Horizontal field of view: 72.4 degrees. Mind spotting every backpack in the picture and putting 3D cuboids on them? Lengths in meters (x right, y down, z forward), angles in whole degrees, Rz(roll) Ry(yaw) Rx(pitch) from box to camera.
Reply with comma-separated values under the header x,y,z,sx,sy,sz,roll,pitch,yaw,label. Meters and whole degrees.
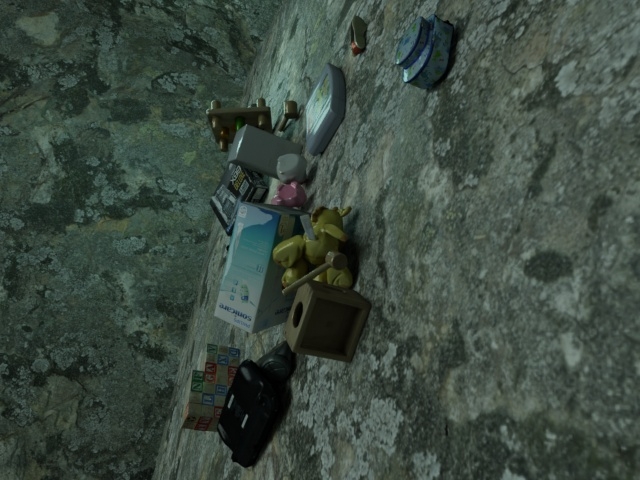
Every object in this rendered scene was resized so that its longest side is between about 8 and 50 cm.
x,y,z,sx,sy,sz,roll,pitch,yaw,label
0.195,-0.357,0.839,0.105,0.084,0.115,154,126,-66,backpack

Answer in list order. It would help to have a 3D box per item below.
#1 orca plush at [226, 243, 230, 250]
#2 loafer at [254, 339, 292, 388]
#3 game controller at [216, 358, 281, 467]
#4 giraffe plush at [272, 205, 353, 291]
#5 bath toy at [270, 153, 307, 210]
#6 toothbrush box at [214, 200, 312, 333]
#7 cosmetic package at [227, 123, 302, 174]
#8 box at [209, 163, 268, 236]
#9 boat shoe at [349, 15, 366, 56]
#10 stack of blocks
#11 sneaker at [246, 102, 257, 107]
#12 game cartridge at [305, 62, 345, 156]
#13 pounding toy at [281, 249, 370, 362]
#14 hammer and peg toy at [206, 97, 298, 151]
x,y,z,sx,sy,sz,roll,pitch,yaw,label
-0.387,0.057,1.991,0.151,0.102,0.288,8,82,69,orca plush
-0.150,0.366,1.213,0.267,0.096,0.084,-46,14,39,loafer
-0.199,0.470,1.180,0.166,0.067,0.319,48,128,37,game controller
0.000,0.000,0.993,0.170,0.181,0.211,-64,-21,-57,giraffe plush
-0.099,-0.103,1.363,0.151,0.129,0.349,-6,63,20,bath toy
-0.129,0.062,1.114,0.126,0.216,0.296,19,98,25,toothbrush box
-0.218,-0.331,1.670,0.224,0.224,0.138,20,94,69,cosmetic package
-0.390,-0.209,2.051,0.307,0.076,0.243,-54,55,29,box
0.108,-0.608,1.298,0.043,0.049,0.137,137,139,-57,boat shoe
-0.386,0.517,1.561,0.087,0.171,0.297,-60,24,32,stack of blocks
-0.326,-0.428,2.168,0.258,0.169,0.448,-111,33,-45,sneaker
0.013,-0.433,1.404,0.196,0.060,0.294,-50,31,40,game cartridge
-0.002,0.112,0.860,0.094,0.180,0.206,-143,70,-68,pounding toy
-0.275,-0.478,1.841,0.266,0.360,0.128,106,159,-74,hammer and peg toy
